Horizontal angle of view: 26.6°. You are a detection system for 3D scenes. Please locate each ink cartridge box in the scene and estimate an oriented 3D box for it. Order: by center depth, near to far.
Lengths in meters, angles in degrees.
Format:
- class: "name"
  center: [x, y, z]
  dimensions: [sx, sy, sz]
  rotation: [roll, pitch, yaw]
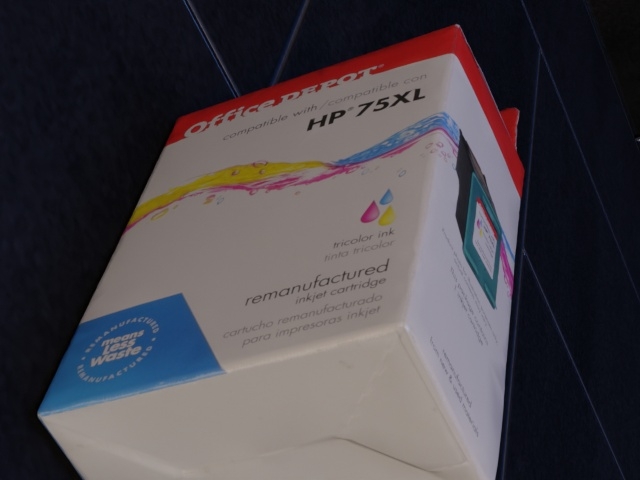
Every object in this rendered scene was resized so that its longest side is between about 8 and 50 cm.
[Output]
- class: "ink cartridge box"
  center: [0.000, 0.000, 0.514]
  dimensions: [0.078, 0.134, 0.231]
  rotation: [61, 25, -30]
